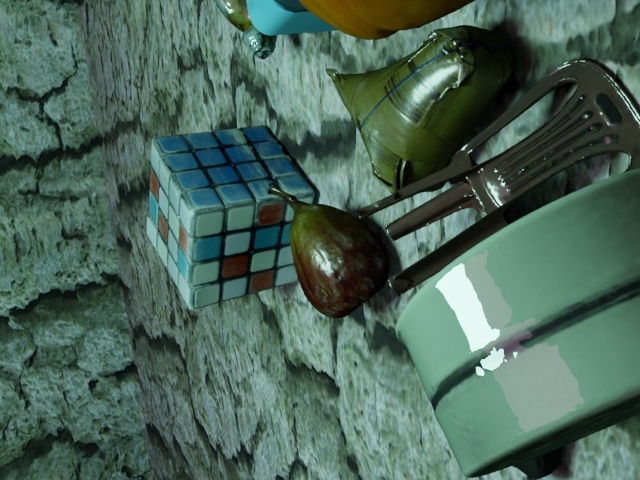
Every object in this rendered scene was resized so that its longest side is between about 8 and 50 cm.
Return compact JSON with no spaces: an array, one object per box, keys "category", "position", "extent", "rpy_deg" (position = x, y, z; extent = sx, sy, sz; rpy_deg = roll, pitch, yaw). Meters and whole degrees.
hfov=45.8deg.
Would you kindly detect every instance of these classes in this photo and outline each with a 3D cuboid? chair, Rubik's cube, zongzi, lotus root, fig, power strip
[{"category":"chair","position":[0.226,-0.051,0.921],"extent":[0.326,0.183,0.175],"rpy_deg":[-30,66,14]},{"category":"Rubik's cube","position":[-0.190,-0.054,1.530],"extent":[0.259,0.256,0.253],"rpy_deg":[53,144,40]},{"category":"zongzi","position":[0.116,-0.236,1.047],"extent":[0.289,0.123,0.260],"rpy_deg":[64,145,32]},{"category":"lotus root","position":[-0.132,-0.484,1.389],"extent":[0.158,0.140,0.322],"rpy_deg":[-23,86,37]},{"category":"fig","position":[0.001,0.000,1.302],"extent":[0.274,0.146,0.170],"rpy_deg":[52,145,15]},{"category":"power strip","position":[0.248,0.089,0.703],"extent":[0.161,0.358,0.357],"rpy_deg":[67,150,22]}]

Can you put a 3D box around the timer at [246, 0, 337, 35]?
[{"category":"timer","position":[-0.007,-0.430,1.072],"extent":[0.091,0.232,0.249],"rpy_deg":[-13,89,65]}]

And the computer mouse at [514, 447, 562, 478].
[{"category":"computer mouse","position":[0.261,0.198,0.994],"extent":[0.147,0.088,0.264],"rpy_deg":[43,140,50]}]

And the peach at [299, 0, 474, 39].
[{"category":"peach","position":[0.084,-0.398,0.819],"extent":[0.343,0.343,0.301],"rpy_deg":[10,132,60]}]
